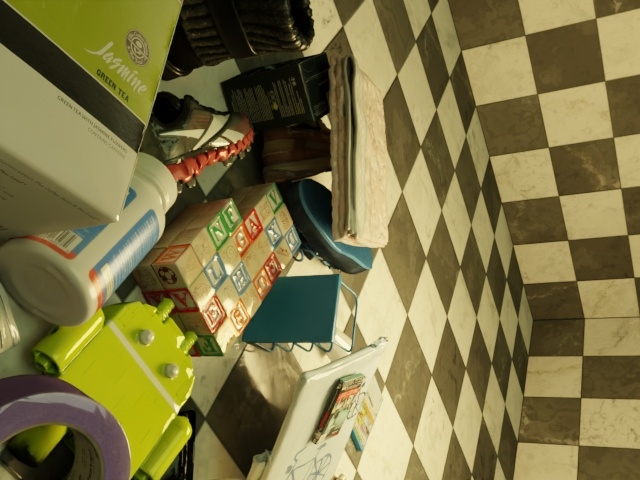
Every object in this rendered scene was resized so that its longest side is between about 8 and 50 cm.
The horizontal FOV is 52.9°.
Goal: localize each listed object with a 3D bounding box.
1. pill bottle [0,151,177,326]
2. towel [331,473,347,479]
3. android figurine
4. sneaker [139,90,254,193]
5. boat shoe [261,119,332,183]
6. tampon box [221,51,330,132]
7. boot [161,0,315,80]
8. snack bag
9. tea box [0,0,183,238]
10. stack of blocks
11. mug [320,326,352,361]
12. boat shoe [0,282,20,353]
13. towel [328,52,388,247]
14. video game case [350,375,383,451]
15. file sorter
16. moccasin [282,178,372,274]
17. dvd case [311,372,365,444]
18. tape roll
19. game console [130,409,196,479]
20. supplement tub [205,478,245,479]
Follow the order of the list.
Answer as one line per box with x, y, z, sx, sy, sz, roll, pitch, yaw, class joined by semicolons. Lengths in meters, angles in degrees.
-0.266;-0.013;0.777;0.124;0.124;0.221;67;33;-29;pill bottle
0.001;0.605;1.230;0.282;0.049;0.187;-42;120;-55;towel
-0.253;0.189;0.813;0.273;0.056;0.248;-53;125;-44;android figurine
-0.191;-0.167;0.969;0.276;0.098;0.135;-43;124;-54;sneaker
-0.009;-0.191;1.291;0.324;0.123;0.116;-24;104;-62;boat shoe
-0.069;-0.261;1.145;0.120;0.161;0.101;-46;125;-54;tampon box
-0.181;-0.375;0.859;0.348;0.260;0.131;49;44;-47;boot
-0.014;0.335;1.109;0.323;0.037;0.342;-6;119;-60;snack bag
-0.333;-0.218;0.593;0.329;0.220;0.323;44;49;-50;tea box
-0.151;0.021;1.019;0.297;0.087;0.171;-57;133;-49;stack of blocks
0.022;0.208;1.348;0.062;0.078;0.064;-47;123;-14;mug
-0.357;0.077;0.688;0.035;0.035;0.100;-45;130;-58;boat shoe
0.080;-0.154;1.223;0.317;0.053;0.332;6;83;-74;towel
0.100;0.383;1.487;0.166;0.015;0.119;-56;133;-50;video game case
-0.031;0.136;1.136;0.104;0.170;0.118;45;47;-54;file sorter
0.000;0.000;1.263;0.342;0.117;0.137;48;35;-53;moccasin
0.031;0.283;1.087;0.087;0.013;0.119;7;108;-63;dvd case
-0.296;0.237;0.650;0.189;0.080;0.189;-5;98;-39;tape roll
-0.222;0.305;0.914;0.107;0.071;0.122;95;-4;-79;game console
-0.121;0.506;0.811;0.241;0.241;0.331;-38;122;-57;supplement tub
